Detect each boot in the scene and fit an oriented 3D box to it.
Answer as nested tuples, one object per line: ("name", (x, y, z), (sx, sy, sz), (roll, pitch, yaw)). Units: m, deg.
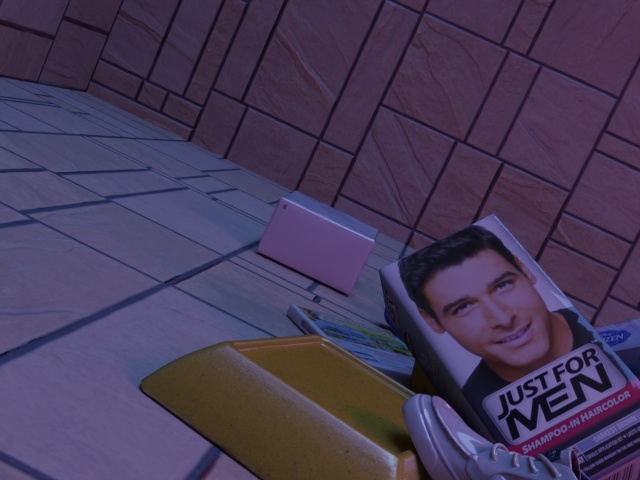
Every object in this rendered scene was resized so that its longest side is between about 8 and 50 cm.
("boot", (0.195, 0.232, 0.813), (0.258, 0.123, 0.095), (54, 21, 24))

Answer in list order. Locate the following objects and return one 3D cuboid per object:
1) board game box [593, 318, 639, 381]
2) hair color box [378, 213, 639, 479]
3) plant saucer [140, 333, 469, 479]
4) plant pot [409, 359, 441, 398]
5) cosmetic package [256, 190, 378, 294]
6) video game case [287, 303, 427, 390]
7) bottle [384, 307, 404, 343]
("board game box", (0.582, 0.234, 1.236), (0.318, 0.318, 0.065), (56, 36, -25))
("hair color box", (0.243, 0.154, 1.055), (0.374, 0.186, 0.113), (57, -11, 39))
("plant saucer", (0.022, 0.200, 0.953), (0.333, 0.080, 0.333), (30, 10, 25))
("plant pot", (0.253, 0.196, 1.254), (0.187, 0.212, 0.212), (8, 13, -14))
("cosmetic package", (0.000, 0.000, 1.871), (0.224, 0.138, 0.225), (26, 8, 3))
("video game case", (0.079, 0.182, 1.393), (0.227, 0.026, 0.206), (18, 11, -32))
("bottle", (0.203, 0.174, 1.548), (0.118, 0.092, 0.283), (26, 8, -14))
